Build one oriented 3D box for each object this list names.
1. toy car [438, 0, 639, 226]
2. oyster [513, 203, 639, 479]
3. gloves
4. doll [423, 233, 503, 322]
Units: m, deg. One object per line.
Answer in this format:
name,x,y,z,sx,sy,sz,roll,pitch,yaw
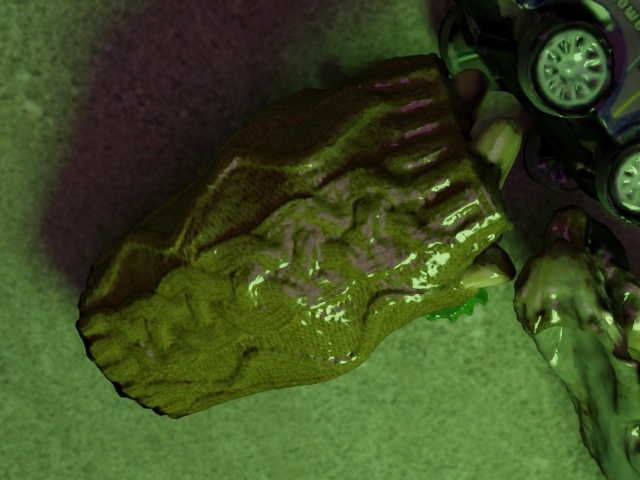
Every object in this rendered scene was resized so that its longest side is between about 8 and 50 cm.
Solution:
toy car,0.199,-0.120,1.300,0.158,0.172,0.235,-40,108,-5
oyster,0.239,0.126,1.357,0.337,0.133,0.197,50,58,-34
gloves,-0.008,0.012,1.299,0.356,0.155,0.203,-34,113,24
doll,0.069,-0.022,1.380,0.115,0.050,0.190,-25,110,16
